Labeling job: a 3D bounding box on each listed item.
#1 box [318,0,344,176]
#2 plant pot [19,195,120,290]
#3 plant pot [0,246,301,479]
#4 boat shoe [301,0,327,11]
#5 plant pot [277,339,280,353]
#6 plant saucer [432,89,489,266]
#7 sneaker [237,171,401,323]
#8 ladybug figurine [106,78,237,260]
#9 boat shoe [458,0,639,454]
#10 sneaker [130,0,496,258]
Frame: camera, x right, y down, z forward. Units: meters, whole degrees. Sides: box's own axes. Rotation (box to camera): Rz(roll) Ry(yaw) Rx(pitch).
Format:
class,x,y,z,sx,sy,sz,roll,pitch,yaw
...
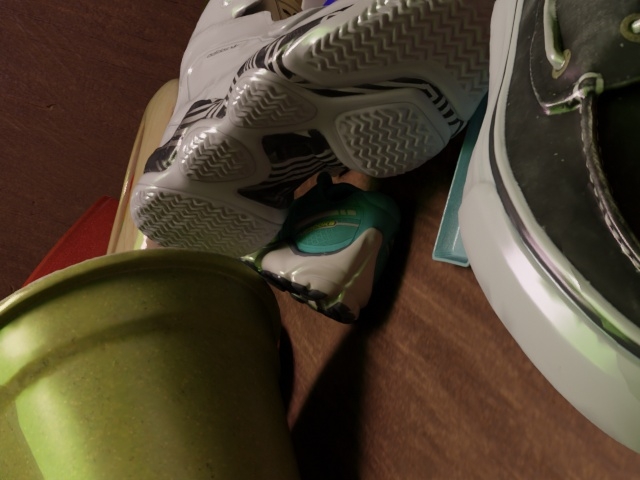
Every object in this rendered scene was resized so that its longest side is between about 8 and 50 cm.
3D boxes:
class,x,y,z,sx,sy,sz,roll,pitch,yaw
box,0.016,-0.144,1.052,0.126,0.072,0.137,151,133,-70
plant pot,-0.319,0.087,1.757,0.235,0.267,0.267,-67,11,-21
plant pot,-0.119,0.190,0.836,0.254,0.276,0.276,64,142,35
boat shoe,0.028,-0.321,1.183,0.219,0.078,0.070,120,159,-50
plant pot,-0.148,0.177,1.128,0.205,0.205,0.188,-116,29,-69
plant saucer,0.113,-0.076,0.717,0.067,0.018,0.192,-167,93,-76
sneaker,0.000,0.000,0.964,0.110,0.107,0.275,-57,18,-6
ladybug figurine,-0.195,-0.015,1.536,0.305,0.162,0.449,125,157,-55
boat shoe,0.125,-0.067,0.444,0.335,0.121,0.119,-88,15,-50
sneaker,-0.009,-0.138,0.841,0.366,0.137,0.210,-31,39,45
